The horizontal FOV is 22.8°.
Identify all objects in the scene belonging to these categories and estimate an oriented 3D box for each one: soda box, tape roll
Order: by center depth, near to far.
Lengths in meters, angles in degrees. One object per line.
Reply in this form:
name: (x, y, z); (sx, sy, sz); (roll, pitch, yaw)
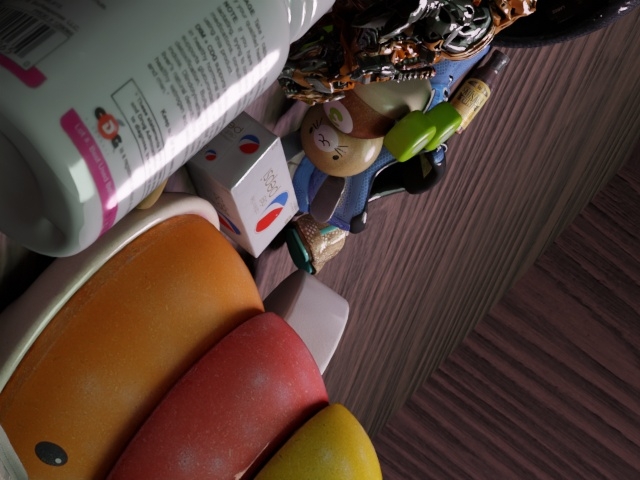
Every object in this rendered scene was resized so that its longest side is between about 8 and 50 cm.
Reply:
soda box: (-0.078, -0.058, 1.581); (0.074, 0.069, 0.216); (-50, 165, -11)
tape roll: (-0.108, 0.209, 1.857); (0.392, 0.072, 0.392); (-53, -172, 10)

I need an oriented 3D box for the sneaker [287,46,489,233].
sneaker: (0.097, -0.127, 1.814); (0.330, 0.147, 0.129); (-48, 165, -22)

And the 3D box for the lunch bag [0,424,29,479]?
lunch bag: (-0.345, 0.186, 1.124); (0.235, 0.169, 0.287); (-47, 169, -21)

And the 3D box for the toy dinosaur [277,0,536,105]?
toy dinosaur: (0.096, -0.227, 1.434); (0.322, 0.164, 0.218); (-39, 151, 3)

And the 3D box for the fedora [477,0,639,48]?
fedora: (0.182, -0.334, 1.500); (0.334, 0.334, 0.152); (104, -9, -57)

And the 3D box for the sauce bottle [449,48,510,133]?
sauce bottle: (0.215, -0.208, 2.207); (0.128, 0.042, 0.042); (-55, 166, 1)

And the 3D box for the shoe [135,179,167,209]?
shoe: (-0.139, -0.109, 1.316); (0.219, 0.058, 0.076); (118, -15, -47)

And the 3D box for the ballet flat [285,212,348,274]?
ballet flat: (0.000, 0.000, 1.875); (0.067, 0.073, 0.206); (-24, -178, -6)

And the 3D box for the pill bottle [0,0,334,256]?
pill bottle: (-0.122, -0.133, 1.076); (0.283, 0.160, 0.160); (-44, 163, -30)

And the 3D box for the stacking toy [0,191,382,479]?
stacking toy: (-0.062, 0.213, 1.441); (0.350, 0.480, 0.350); (-49, 165, -18)

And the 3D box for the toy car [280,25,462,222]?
toy car: (0.020, -0.112, 1.634); (0.188, 0.155, 0.149); (-46, 170, 26)

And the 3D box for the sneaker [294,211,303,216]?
sneaker: (-0.022, -0.048, 1.875); (0.037, 0.032, 0.083); (-45, 167, 32)
